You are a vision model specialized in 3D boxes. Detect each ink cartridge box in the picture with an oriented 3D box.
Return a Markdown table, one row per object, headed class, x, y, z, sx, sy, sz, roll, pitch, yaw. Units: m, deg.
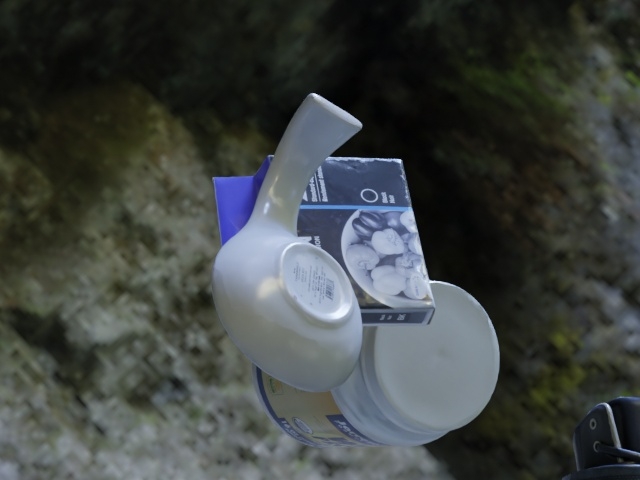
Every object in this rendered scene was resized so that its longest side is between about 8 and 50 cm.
| class | x | y | z | sx | sy | sz | roll | pitch | yaw |
| --- | --- | --- | --- | --- | --- | --- | --- | --- | --- |
| ink cartridge box | 0.000 | 0.000 | 1.786 | 0.208 | 0.206 | 0.045 | -1 | -38 | -12 |

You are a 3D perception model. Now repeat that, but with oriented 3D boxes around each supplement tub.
| class | x | y | z | sx | sy | sz | roll | pitch | yaw |
| --- | --- | --- | --- | --- | --- | --- | --- | --- | --- |
| supplement tub | 0.072 | 0.164 | 2.296 | 0.228 | 0.228 | 0.316 | -35 | 11 | -28 |

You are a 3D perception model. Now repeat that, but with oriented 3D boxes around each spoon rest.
| class | x | y | z | sx | sy | sz | roll | pitch | yaw |
| --- | --- | --- | --- | --- | --- | --- | --- | --- | --- |
| spoon rest | -0.019 | 0.007 | 1.362 | 0.084 | 0.137 | 0.276 | -41 | 28 | 39 |

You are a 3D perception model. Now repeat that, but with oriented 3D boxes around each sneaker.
| class | x | y | z | sx | sy | sz | roll | pitch | yaw |
| --- | --- | --- | --- | --- | --- | --- | --- | --- | --- |
| sneaker | 0.193 | 0.161 | 0.951 | 0.226 | 0.086 | 0.163 | 129 | 150 | -73 |
